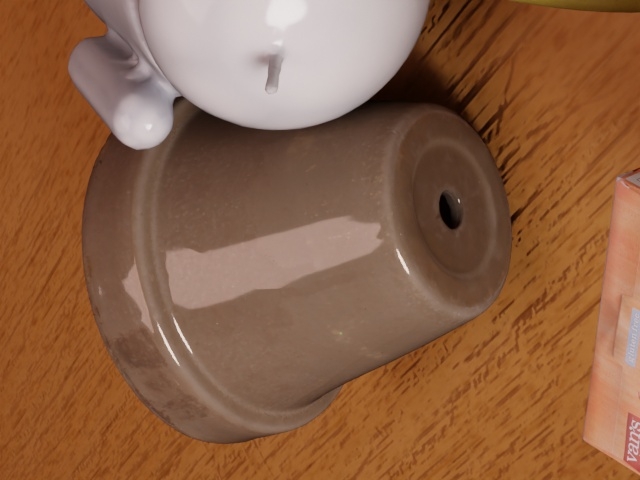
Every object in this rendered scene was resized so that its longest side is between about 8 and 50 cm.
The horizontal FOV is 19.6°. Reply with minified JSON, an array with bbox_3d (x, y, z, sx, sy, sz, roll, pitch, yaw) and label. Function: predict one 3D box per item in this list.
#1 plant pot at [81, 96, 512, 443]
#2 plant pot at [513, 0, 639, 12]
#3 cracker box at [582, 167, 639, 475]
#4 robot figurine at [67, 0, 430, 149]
[{"bbox_3d":[0.000,0.000,1.300,0.229,0.263,0.263,-13,96,38],"label":"plant pot"},{"bbox_3d":[0.128,-0.250,1.025,0.212,0.187,0.212,51,141,24],"label":"plant pot"},{"bbox_3d":[0.244,0.016,0.960,0.067,0.232,0.155,33,131,42],"label":"cracker box"},{"bbox_3d":[-0.053,-0.197,1.247,0.300,0.200,0.353,-52,33,4],"label":"robot figurine"}]
